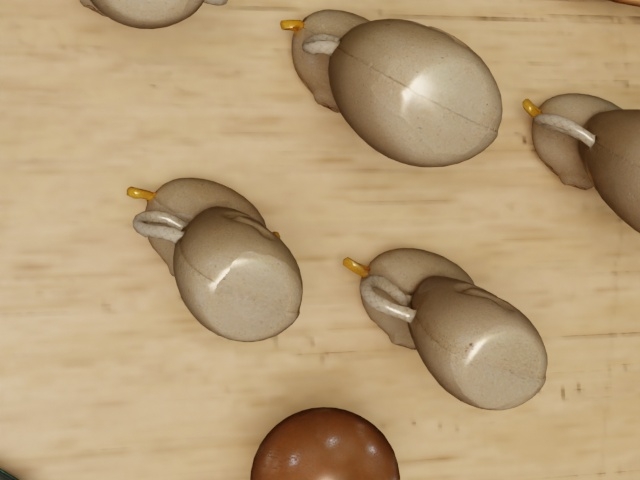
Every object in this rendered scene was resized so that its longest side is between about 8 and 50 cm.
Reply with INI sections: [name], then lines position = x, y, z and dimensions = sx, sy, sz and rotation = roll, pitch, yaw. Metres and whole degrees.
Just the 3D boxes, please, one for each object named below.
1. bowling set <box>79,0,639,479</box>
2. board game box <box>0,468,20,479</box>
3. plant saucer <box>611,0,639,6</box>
[bowling set]
position = 0.000, 0.000, 0.561
dimensions = 0.287, 0.154, 0.199
rotation = 23, 98, -17
[board game box]
position = -0.132, 0.150, 0.547
dimensions = 0.186, 0.026, 0.126
rotation = 35, 76, -13
[plant saucer]
position = 0.156, -0.188, 0.616
dimensions = 0.200, 0.037, 0.200
rotation = -4, 78, 22
